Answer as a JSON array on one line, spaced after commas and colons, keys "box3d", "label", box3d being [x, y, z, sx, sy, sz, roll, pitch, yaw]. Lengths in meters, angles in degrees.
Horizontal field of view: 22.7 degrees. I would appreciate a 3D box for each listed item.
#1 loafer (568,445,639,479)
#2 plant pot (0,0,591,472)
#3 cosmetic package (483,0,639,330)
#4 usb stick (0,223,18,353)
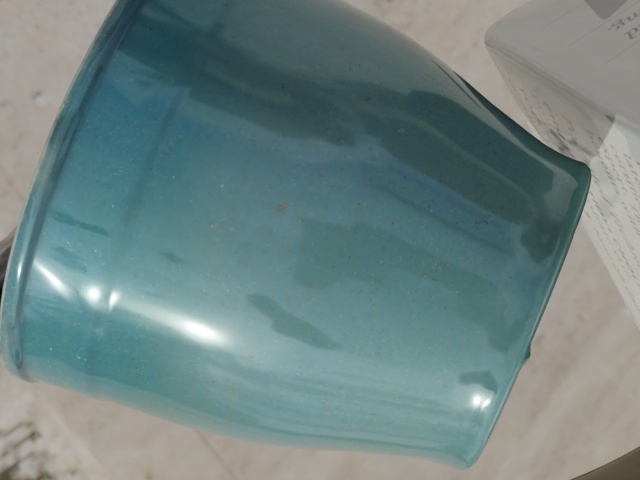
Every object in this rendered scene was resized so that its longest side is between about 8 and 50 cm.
[{"box3d": [0.121, 0.103, 0.471, 0.268, 0.102, 0.092, -40, 144, 21], "label": "loafer"}, {"box3d": [0.000, 0.000, 0.881, 0.271, 0.255, 0.271, 23, 90, -85], "label": "plant pot"}, {"box3d": [0.359, -0.034, 0.920, 0.329, 0.393, 0.327, -33, 114, -3], "label": "cosmetic package"}, {"box3d": [-0.192, 0.045, 0.902, 0.077, 0.045, 0.278, -26, -162, 40], "label": "usb stick"}]
